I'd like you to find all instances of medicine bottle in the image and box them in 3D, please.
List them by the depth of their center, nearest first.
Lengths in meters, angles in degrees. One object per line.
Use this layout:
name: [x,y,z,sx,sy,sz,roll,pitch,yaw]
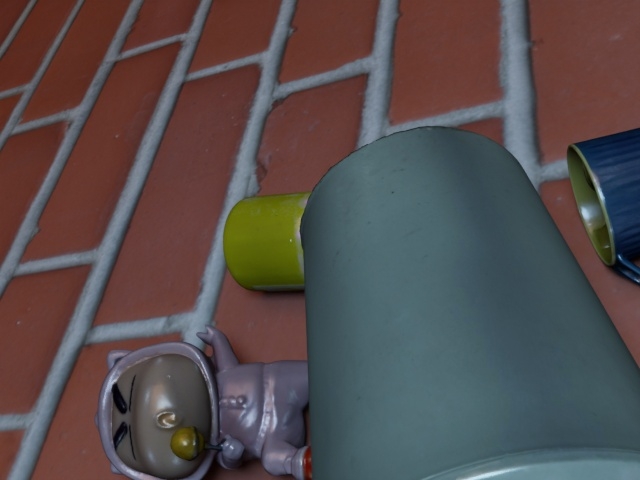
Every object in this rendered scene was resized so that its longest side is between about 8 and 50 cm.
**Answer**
medicine bottle: [0.000,0.000,0.905,0.213,0.122,0.121,-3,51,28]

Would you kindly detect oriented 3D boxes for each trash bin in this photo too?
trash bin: [0.119,0.125,0.619,0.280,0.280,0.432,-22,41,12]

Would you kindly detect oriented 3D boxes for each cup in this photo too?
cup: [0.349,-0.039,0.746,0.155,0.131,0.176,-19,74,10]

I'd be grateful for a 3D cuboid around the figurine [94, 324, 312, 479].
figurine: [-0.108,0.172,0.788,0.288,0.186,0.176,3,78,12]
